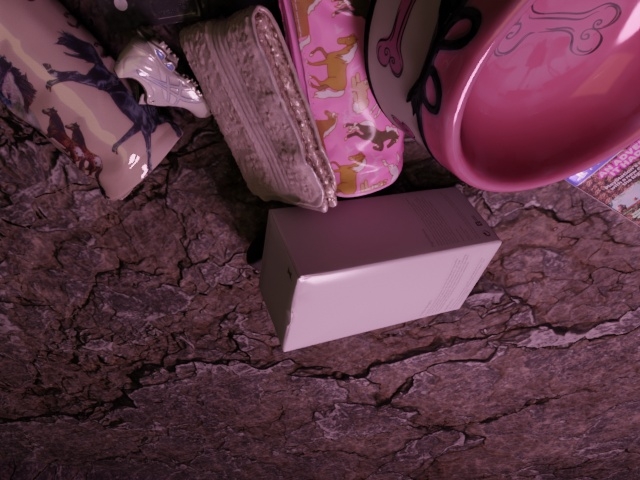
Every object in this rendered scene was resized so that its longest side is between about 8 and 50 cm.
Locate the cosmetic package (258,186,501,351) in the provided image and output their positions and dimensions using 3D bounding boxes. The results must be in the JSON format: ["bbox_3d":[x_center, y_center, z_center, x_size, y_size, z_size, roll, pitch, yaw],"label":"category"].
[{"bbox_3d":[0.093,0.042,0.809,0.365,0.155,0.197,-7,138,-23],"label":"cosmetic package"}]

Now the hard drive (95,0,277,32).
[{"bbox_3d":[-0.195,-0.429,0.529,0.236,0.064,0.339,-6,133,8],"label":"hard drive"}]

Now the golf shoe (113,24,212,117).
[{"bbox_3d":[-0.226,-0.222,0.682,0.086,0.069,0.176,-43,153,-1],"label":"golf shoe"}]

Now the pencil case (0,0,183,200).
[{"bbox_3d":[-0.385,-0.229,0.661,0.183,0.160,0.410,-19,130,32],"label":"pencil case"}]

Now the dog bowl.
[{"bbox_3d":[0.261,-0.218,0.511,0.407,0.151,0.408,-14,146,-10],"label":"dog bowl"}]

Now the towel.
[{"bbox_3d":[-0.085,-0.165,0.655,0.187,0.049,0.282,15,138,44],"label":"towel"}]

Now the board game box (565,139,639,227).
[{"bbox_3d":[0.531,-0.150,0.707,0.290,0.141,0.232,25,129,-19],"label":"board game box"}]

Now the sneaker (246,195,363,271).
[{"bbox_3d":[-0.001,-0.001,0.913,0.270,0.090,0.145,-32,134,23],"label":"sneaker"}]

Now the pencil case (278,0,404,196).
[{"bbox_3d":[0.031,-0.239,0.634,0.167,0.160,0.386,-2,134,11],"label":"pencil case"}]
